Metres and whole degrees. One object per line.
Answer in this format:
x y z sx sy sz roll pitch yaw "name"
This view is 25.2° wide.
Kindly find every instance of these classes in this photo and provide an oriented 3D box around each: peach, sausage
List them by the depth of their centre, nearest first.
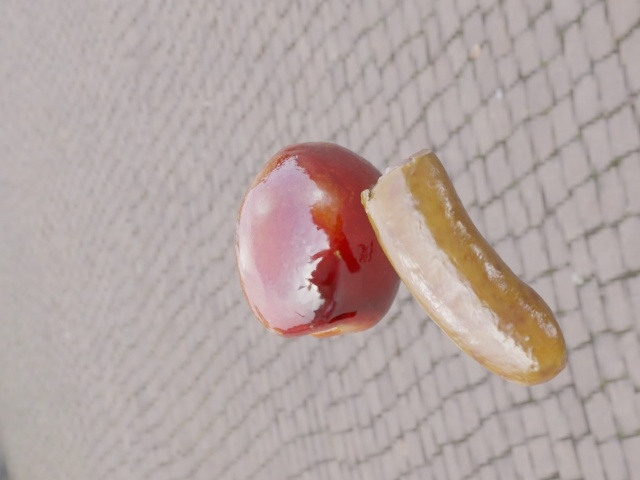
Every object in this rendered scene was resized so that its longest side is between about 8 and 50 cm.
0.147 0.037 1.439 0.270 0.109 0.109 51 155 1 "sausage"
0.000 0.000 1.685 0.243 0.199 0.243 180 90 -89 "peach"
